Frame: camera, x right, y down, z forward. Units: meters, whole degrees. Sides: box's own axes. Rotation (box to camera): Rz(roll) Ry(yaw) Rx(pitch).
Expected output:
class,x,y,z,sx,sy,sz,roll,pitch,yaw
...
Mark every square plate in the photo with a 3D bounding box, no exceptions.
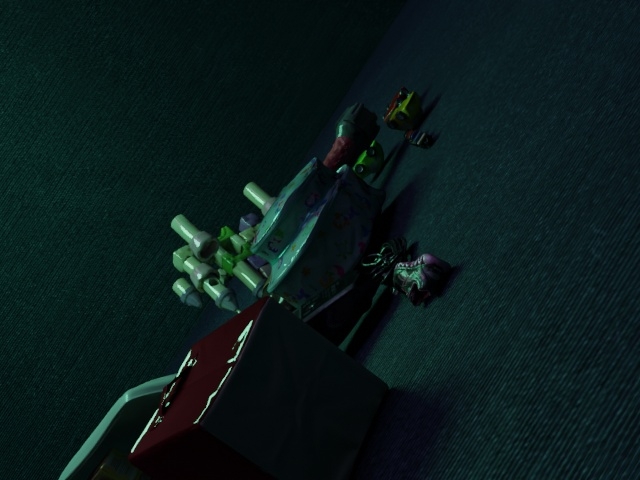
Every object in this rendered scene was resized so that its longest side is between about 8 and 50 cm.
class,x,y,z,sx,sy,sz,roll,pitch,yaw
square plate,-0.263,0.308,1.776,0.347,0.049,0.344,-10,-30,-43

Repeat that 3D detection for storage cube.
class,x,y,z,sx,sy,sz,roll,pitch,yaw
storage cube,-0.068,0.211,1.167,0.193,0.215,0.184,-36,21,51

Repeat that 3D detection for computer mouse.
class,x,y,z,sx,sy,sz,roll,pitch,yaw
computer mouse,0.025,0.108,1.433,0.272,0.072,0.188,-36,9,9

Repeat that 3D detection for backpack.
class,x,y,z,sx,sy,sz,roll,pitch,yaw
backpack,-0.005,-0.004,1.733,0.225,0.191,0.253,-51,15,28

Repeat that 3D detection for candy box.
class,x,y,z,sx,sy,sz,roll,pitch,yaw
candy box,-0.297,0.433,1.698,0.109,0.186,0.053,-50,12,41

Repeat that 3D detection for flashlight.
class,x,y,z,sx,sy,sz,roll,pitch,yaw
flashlight,0.017,-0.145,1.972,0.103,0.103,0.304,-25,28,55

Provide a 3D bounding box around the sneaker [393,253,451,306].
class,x,y,z,sx,sy,sz,roll,pitch,yaw
sneaker,0.117,0.056,1.259,0.119,0.047,0.057,141,150,-68

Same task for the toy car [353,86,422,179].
class,x,y,z,sx,sy,sz,roll,pitch,yaw
toy car,0.138,-0.213,2.123,0.225,0.053,0.239,-56,7,8

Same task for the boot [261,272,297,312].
class,x,y,z,sx,sy,sz,roll,pitch,yaw
boot,-0.041,0.100,1.976,0.248,0.090,0.207,-40,32,49

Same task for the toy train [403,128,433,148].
class,x,y,z,sx,sy,sz,roll,pitch,yaw
toy train,0.176,-0.189,1.859,0.027,0.036,0.158,-56,8,4

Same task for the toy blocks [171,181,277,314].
class,x,y,z,sx,sy,sz,roll,pitch,yaw
toy blocks,-0.178,0.074,2.447,0.288,0.260,0.309,-28,-36,-34
